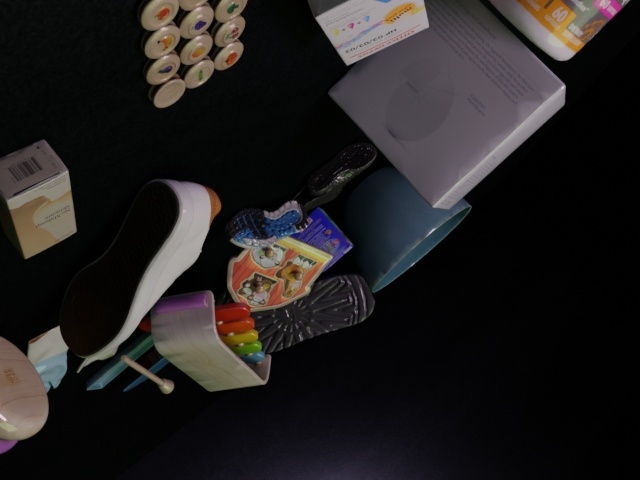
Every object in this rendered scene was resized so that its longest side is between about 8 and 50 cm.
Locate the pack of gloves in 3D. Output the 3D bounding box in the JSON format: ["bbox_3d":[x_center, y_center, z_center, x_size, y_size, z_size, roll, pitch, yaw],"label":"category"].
[{"bbox_3d":[-0.373,0.182,1.045,0.195,0.046,0.232,-31,164,-42],"label":"pack of gloves"}]

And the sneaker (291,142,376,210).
[{"bbox_3d":[0.023,-0.111,1.199,0.170,0.051,0.089,-33,167,-12],"label":"sneaker"}]

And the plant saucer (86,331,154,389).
[{"bbox_3d":[-0.363,0.217,1.264,0.192,0.018,0.067,-39,168,-1],"label":"plant saucer"}]

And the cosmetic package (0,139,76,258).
[{"bbox_3d":[-0.263,-0.035,0.606,0.060,0.041,0.115,-35,167,-27],"label":"cosmetic package"}]

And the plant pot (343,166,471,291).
[{"bbox_3d":[0.165,-0.051,1.490,0.290,0.195,0.290,-38,168,-10],"label":"plant pot"}]

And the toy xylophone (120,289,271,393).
[{"bbox_3d":[-0.222,0.203,1.220,0.236,0.081,0.323,-6,148,5],"label":"toy xylophone"}]

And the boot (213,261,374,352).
[{"bbox_3d":[-0.073,0.138,1.568,0.366,0.146,0.445,-6,-175,-3],"label":"boot"}]

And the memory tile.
[{"bbox_3d":[-0.112,-0.185,0.598,0.113,0.012,0.148,-36,168,-21],"label":"memory tile"}]

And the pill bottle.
[{"bbox_3d":[0.332,-0.365,0.774,0.278,0.162,0.162,-48,166,28],"label":"pill bottle"}]

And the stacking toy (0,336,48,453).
[{"bbox_3d":[-0.489,0.251,0.763,0.330,0.141,0.141,-35,168,0],"label":"stacking toy"}]

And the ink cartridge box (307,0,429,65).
[{"bbox_3d":[0.053,-0.247,0.696,0.104,0.062,0.181,-22,172,12],"label":"ink cartridge box"}]

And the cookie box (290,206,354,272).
[{"bbox_3d":[0.000,0.000,1.379,0.092,0.107,0.040,-41,170,6],"label":"cookie box"}]

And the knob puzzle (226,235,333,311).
[{"bbox_3d":[-0.094,0.075,1.275,0.213,0.030,0.213,-10,131,-12],"label":"knob puzzle"}]

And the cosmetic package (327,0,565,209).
[{"bbox_3d":[0.177,-0.199,0.922,0.224,0.224,0.138,-44,167,17],"label":"cosmetic package"}]

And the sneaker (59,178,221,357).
[{"bbox_3d":[-0.223,0.043,0.852,0.290,0.106,0.123,-47,164,22],"label":"sneaker"}]

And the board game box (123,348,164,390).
[{"bbox_3d":[-0.353,0.256,1.406,0.168,0.033,0.133,-38,174,16],"label":"board game box"}]

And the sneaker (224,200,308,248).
[{"bbox_3d":[-0.102,-0.014,1.127,0.083,0.071,0.190,-31,170,35],"label":"sneaker"}]
